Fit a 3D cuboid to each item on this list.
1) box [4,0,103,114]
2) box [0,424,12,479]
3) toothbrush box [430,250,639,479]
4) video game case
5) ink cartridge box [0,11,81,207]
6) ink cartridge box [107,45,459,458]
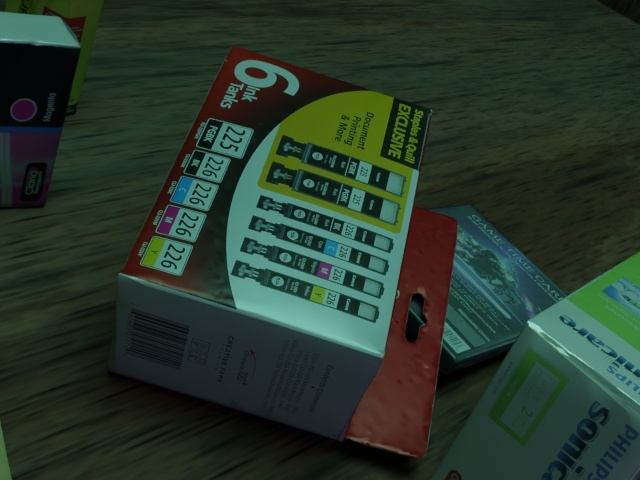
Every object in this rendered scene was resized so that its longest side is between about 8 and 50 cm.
[{"bbox_3d":[-0.285,-0.250,0.988,0.087,0.232,0.058,32,30,14],"label":"box"},{"bbox_3d":[-0.299,0.147,0.573,0.201,0.021,0.164,2,37,-30],"label":"box"},{"bbox_3d":[0.233,0.135,0.755,0.122,0.206,0.283,39,35,24],"label":"toothbrush box"},{"bbox_3d":[0.148,0.039,0.982,0.274,0.026,0.196,-7,47,-50],"label":"video game case"},{"bbox_3d":[-0.394,-0.107,0.753,0.371,0.175,0.069,-3,40,-36],"label":"ink cartridge box"},{"bbox_3d":[0.000,0.000,0.805,0.272,0.130,0.309,17,46,-2],"label":"ink cartridge box"}]
